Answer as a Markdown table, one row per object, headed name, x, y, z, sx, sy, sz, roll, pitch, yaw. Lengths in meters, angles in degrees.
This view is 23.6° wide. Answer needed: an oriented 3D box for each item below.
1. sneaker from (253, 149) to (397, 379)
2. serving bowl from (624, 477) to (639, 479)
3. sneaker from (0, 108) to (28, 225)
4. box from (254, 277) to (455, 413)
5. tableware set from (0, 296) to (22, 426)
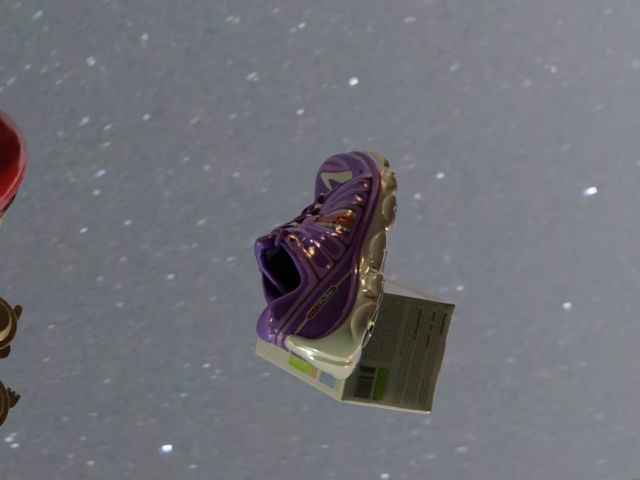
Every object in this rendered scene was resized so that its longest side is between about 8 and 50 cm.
| name | x | y | z | sx | sy | sz | roll | pitch | yaw |
| --- | --- | --- | --- | --- | --- | --- | --- | --- | --- |
| sneaker | 0.000 | 0.000 | 0.843 | 0.071 | 0.068 | 0.170 | 20 | -145 | -7 |
| serving bowl | 0.124 | 0.111 | 0.502 | 0.027 | 0.083 | 0.083 | -32 | -83 | -21 |
| sneaker | -0.204 | -0.071 | 0.505 | 0.279 | 0.118 | 0.107 | 22 | -147 | -40 |
| box | 0.029 | 0.088 | 1.525 | 0.103 | 0.203 | 0.114 | 11 | -86 | -28 |
| tableware set | -0.328 | 0.089 | 1.305 | 0.169 | 0.020 | 0.141 | 25 | -125 | -22 |
